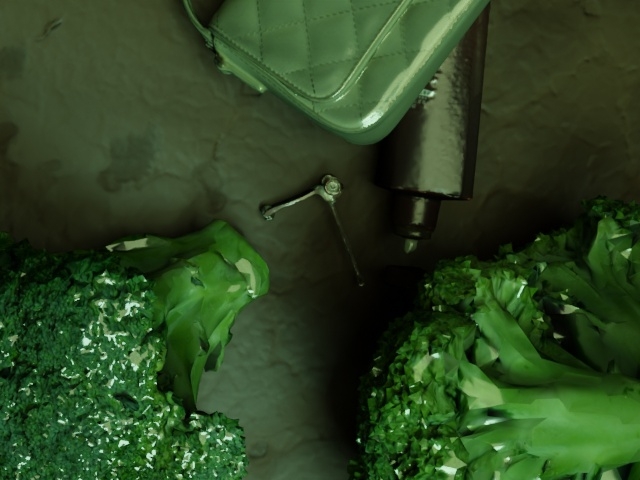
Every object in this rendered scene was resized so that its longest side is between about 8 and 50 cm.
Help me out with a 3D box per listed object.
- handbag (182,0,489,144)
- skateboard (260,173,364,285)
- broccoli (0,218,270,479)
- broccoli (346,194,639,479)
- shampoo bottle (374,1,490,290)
[{"bbox_3d":[0.017,-0.213,1.047,0.219,0.079,0.256,36,91,9],"label":"handbag"},{"bbox_3d":[0.000,0.000,1.119,0.064,0.032,0.083,-24,101,-2],"label":"skateboard"},{"bbox_3d":[-0.132,0.088,1.007,0.269,0.254,0.269,-21,117,-47],"label":"broccoli"},{"bbox_3d":[0.193,0.149,1.059,0.310,0.321,0.413,-40,111,22],"label":"broccoli"},{"bbox_3d":[0.081,-0.081,1.109,0.067,0.068,0.236,8,94,-15],"label":"shampoo bottle"}]
